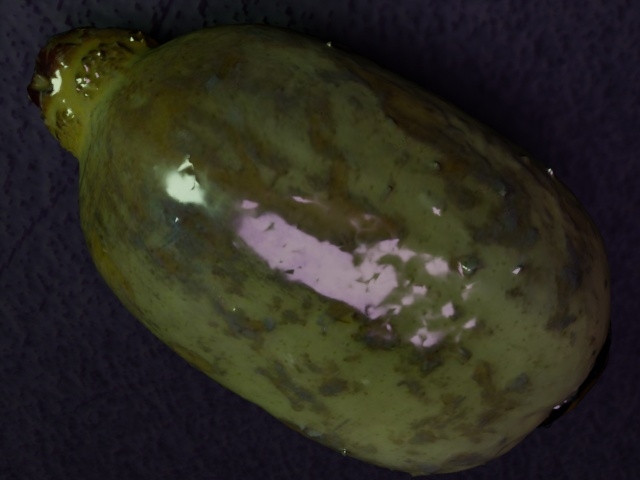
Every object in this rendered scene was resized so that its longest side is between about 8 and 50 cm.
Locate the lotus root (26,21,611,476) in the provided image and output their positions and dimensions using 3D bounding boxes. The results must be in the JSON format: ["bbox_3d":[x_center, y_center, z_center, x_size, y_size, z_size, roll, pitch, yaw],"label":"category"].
[{"bbox_3d":[0.000,0.000,0.426,0.309,0.173,0.173,28,118,-11],"label":"lotus root"}]
